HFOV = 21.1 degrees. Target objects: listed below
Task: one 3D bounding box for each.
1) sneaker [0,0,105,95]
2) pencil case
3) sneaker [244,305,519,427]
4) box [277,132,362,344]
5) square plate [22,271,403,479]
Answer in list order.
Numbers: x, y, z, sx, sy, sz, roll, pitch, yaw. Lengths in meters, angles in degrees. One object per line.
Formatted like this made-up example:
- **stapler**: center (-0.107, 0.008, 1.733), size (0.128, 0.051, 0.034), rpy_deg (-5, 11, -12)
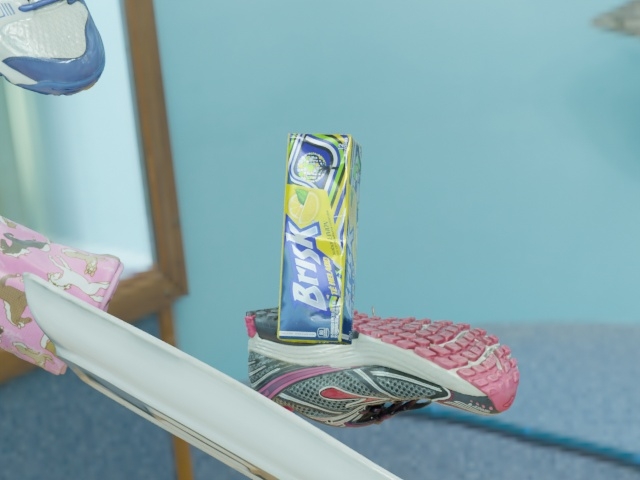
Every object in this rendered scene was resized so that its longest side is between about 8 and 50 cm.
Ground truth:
- **sneaker**: center (-0.288, -0.266, 1.546), size (0.112, 0.296, 0.131), rpy_deg (-28, -15, -29)
- **pencil case**: center (-0.429, 0.012, 1.998), size (0.386, 0.160, 0.167), rpy_deg (26, -9, -8)
- **sneaker**: center (0.059, 0.129, 1.637), size (0.299, 0.112, 0.121), rpy_deg (6, 10, 40)
- **box**: center (0.000, 0.000, 1.397), size (0.054, 0.168, 0.059), rpy_deg (1, -6, 11)
- **square plate**: center (-0.086, 0.152, 1.451), size (0.347, 0.049, 0.344), rpy_deg (29, -11, 5)
